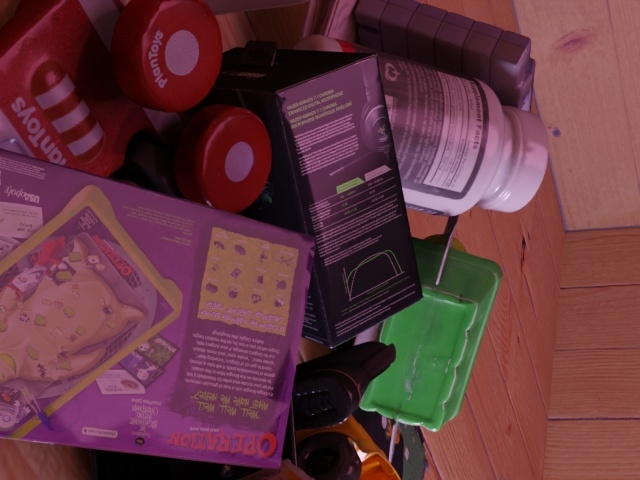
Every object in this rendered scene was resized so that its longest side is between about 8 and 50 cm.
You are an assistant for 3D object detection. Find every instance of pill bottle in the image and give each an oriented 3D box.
[{"bbox_3d":[0.108,-0.126,1.363,0.319,0.176,0.176,12,70,-24],"label":"pill bottle"}]

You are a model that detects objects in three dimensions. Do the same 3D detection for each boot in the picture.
[{"bbox_3d":[-0.022,0.161,1.248,0.137,0.198,0.076,-32,113,-57],"label":"boot"}]

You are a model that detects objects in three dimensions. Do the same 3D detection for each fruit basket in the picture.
[{"bbox_3d":[0.134,0.096,1.558,0.353,0.166,0.326,-79,-177,-71],"label":"fruit basket"}]

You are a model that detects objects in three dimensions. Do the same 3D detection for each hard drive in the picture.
[{"bbox_3d":[0.082,0.308,1.707,0.236,0.064,0.338,-69,147,-47],"label":"hard drive"}]

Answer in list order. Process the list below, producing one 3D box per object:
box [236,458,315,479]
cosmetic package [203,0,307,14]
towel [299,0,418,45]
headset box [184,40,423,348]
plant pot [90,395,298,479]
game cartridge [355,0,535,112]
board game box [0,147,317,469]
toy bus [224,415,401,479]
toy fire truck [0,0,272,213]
[{"bbox_3d":[-0.089,0.273,0.936,0.114,0.203,0.103,173,-103,-78],"label":"box"},{"bbox_3d":[-0.093,-0.372,1.261,0.183,0.152,0.151,65,31,-43],"label":"cosmetic package"},{"bbox_3d":[0.036,-0.245,1.541,0.332,0.053,0.316,-27,138,-66],"label":"towel"},{"bbox_3d":[-0.044,-0.063,1.171,0.131,0.246,0.283,-26,113,-32],"label":"headset box"},{"bbox_3d":[-0.106,0.202,1.098,0.167,0.188,0.187,-17,102,-84],"label":"plant pot"},{"bbox_3d":[0.174,-0.196,1.541,0.355,0.230,0.068,74,36,-66],"label":"game cartridge"},{"bbox_3d":[-0.163,0.060,0.890,0.347,0.056,0.208,16,75,-37],"label":"board game box"},{"bbox_3d":[-0.044,0.260,1.281,0.211,0.220,0.149,56,-7,45],"label":"toy bus"},{"bbox_3d":[-0.197,-0.071,0.975,0.254,0.169,0.302,-51,138,-27],"label":"toy fire truck"}]
